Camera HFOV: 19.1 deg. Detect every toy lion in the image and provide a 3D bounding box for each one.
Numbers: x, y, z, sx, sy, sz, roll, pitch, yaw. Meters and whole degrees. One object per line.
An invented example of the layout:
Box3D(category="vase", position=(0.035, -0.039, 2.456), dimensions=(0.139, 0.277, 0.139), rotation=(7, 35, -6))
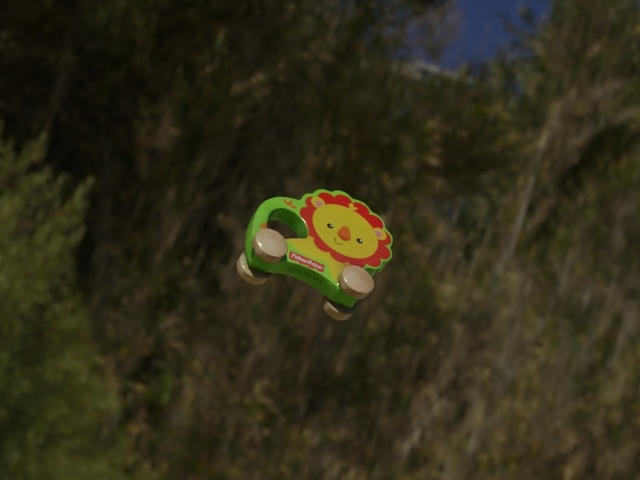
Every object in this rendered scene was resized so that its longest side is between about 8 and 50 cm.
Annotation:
Box3D(category="toy lion", position=(0.000, 0.000, 1.256), dimensions=(0.100, 0.096, 0.034), rotation=(23, -48, -14))
